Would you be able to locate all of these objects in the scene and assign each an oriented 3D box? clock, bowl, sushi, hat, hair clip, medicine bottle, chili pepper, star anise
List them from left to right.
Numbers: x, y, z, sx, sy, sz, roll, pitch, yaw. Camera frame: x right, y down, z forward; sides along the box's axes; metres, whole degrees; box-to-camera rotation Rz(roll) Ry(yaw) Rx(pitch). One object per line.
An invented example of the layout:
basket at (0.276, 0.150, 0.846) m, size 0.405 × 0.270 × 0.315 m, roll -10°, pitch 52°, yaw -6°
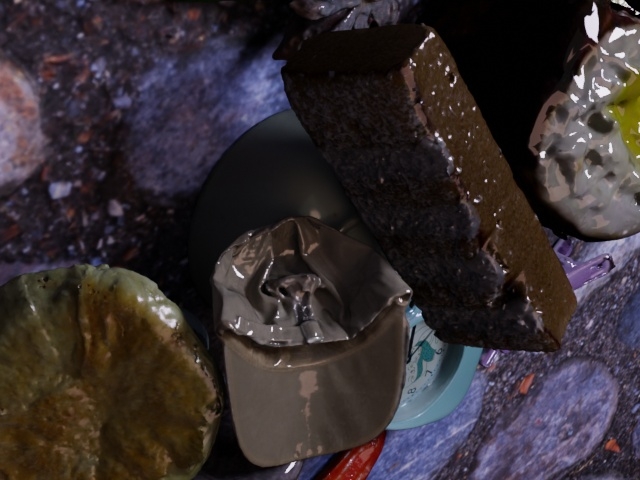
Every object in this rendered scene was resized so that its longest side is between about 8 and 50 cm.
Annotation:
medicine bottle at (-0.116, 0.294, 1.360) m, size 0.165 × 0.165 × 0.273 m, roll -26°, pitch 151°, yaw -30°
hat at (-0.026, 0.108, 1.222) m, size 0.214 × 0.149 × 0.244 m, roll -7°, pitch 128°, yaw -20°
bowl at (0.000, 0.000, 1.341) m, size 0.289 × 0.146 × 0.289 m, roll -24°, pitch 130°, yaw -31°
chili pepper at (0.044, 0.330, 1.680) m, size 0.169 × 0.065 × 0.088 m, roll -52°, pitch 156°, yaw -12°
star anise at (0.044, -0.289, 1.225) m, size 0.262 × 0.081 × 0.230 m, roll -58°, pitch 153°, yaw -2°
clock at (0.114, 0.157, 1.603) m, size 0.274 × 0.094 × 0.223 m, roll -5°, pitch 119°, yaw -40°
hair clip at (0.331, 0.094, 1.783) m, size 0.278 × 0.090 × 0.137 m, roll -32°, pitch 132°, yaw -20°
sushi at (0.264, -0.163, 1.351) m, size 0.281 × 0.294 × 0.299 m, roll -48°, pitch 128°, yaw -11°

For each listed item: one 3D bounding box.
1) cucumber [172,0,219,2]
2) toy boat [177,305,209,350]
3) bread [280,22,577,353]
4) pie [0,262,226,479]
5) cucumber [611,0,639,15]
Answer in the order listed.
cucumber at (-0.105, -0.261, 1.131) m, size 0.250 × 0.056 × 0.056 m, roll -11°, pitch 123°, yaw -41°
toy boat at (-0.226, 0.133, 1.280) m, size 0.208 × 0.079 × 0.134 m, roll -18°, pitch 121°, yaw -22°
bread at (0.124, -0.044, 1.222) m, size 0.416 × 0.165 × 0.113 m, roll 56°, pitch 51°, yaw -32°
pie at (-0.240, 0.163, 1.175) m, size 0.306 × 0.071 × 0.306 m, roll -1°, pitch 112°, yaw -3°
cucumber at (0.468, -0.357, 1.598) m, size 0.325 × 0.105 × 0.145 m, roll -44°, pitch 112°, yaw -13°
